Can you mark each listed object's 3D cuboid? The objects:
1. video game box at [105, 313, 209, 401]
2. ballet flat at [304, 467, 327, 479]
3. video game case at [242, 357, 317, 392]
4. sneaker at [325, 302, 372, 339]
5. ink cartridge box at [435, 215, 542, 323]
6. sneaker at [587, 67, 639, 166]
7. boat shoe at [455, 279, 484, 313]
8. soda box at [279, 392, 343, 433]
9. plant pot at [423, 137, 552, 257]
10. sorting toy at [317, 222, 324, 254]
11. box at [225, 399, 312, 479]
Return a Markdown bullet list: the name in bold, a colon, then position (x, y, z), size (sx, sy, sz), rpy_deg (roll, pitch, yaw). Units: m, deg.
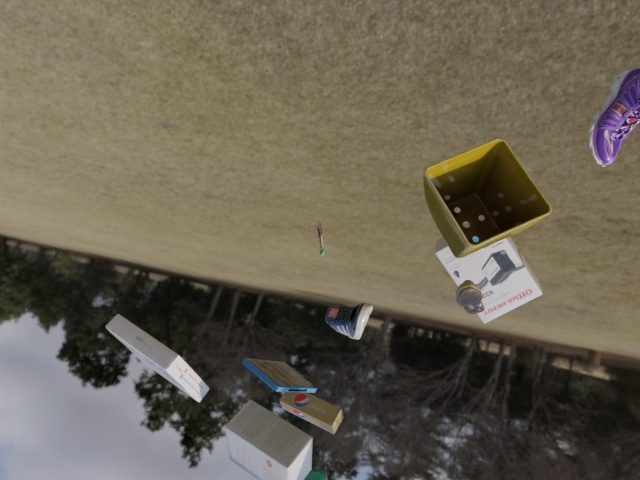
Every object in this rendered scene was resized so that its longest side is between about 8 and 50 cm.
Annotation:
- **video game box**: position (-0.365, 0.266, 1.268), size (0.205, 0.048, 0.187), rpy_deg (25, 156, 28)
- **ballet flat**: position (-0.090, 0.675, 1.464), size (0.241, 0.091, 0.077), rpy_deg (-21, 151, -33)
- **video game case**: position (-0.094, 0.319, 1.323), size (0.119, 0.015, 0.166), rpy_deg (31, -177, 34)
- **sneaker**: position (0.095, 0.287, 2.088), size (0.148, 0.131, 0.350), rpy_deg (26, 161, 3)
- **ink cartridge box**: position (0.562, 0.090, 1.893), size (0.307, 0.223, 0.129), rpy_deg (54, -159, -9)
- **sneaker**: position (0.491, -0.200, 0.905), size (0.068, 0.169, 0.071), rpy_deg (21, -176, -35)
- **boat shoe**: position (0.397, 0.139, 1.513), size (0.068, 0.072, 0.190), rpy_deg (-13, 153, 14)
- **soda box**: position (-0.026, 0.494, 1.649), size (0.181, 0.061, 0.058), rpy_deg (19, 144, 25)
- **plant pot**: position (0.364, -0.076, 1.321), size (0.212, 0.212, 0.187), rpy_deg (-23, 160, -10)
- **sorting toy**: position (0.000, 0.000, 1.530), size (0.012, 0.083, 0.062), rpy_deg (-5, 131, -4)
- **box**: position (-0.111, 0.453, 1.225), size (0.171, 0.091, 0.130), rpy_deg (24, 133, 25)
